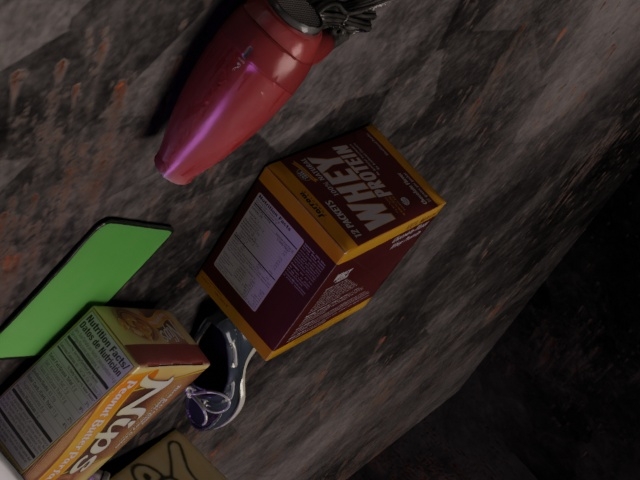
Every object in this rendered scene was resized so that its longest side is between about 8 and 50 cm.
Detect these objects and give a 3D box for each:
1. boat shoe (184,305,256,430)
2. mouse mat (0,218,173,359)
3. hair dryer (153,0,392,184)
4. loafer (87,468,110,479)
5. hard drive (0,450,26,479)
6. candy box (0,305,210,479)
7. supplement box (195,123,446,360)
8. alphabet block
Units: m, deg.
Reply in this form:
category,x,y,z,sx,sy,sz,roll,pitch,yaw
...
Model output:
category,x,y,z,sx,sy,sz,roll,pitch,yaw
boat shoe,-0.135,0.166,1.650,0.079,0.095,0.254,-31,160,-40
mouse mat,-0.232,0.049,1.256,0.189,0.007,0.152,-44,165,12
hair dryer,-0.021,-0.150,1.100,0.293,0.080,0.223,-40,165,-9
loafer,-0.329,0.346,1.787,0.125,0.039,0.045,-50,-164,37
hard drive,-0.377,0.281,1.240,0.210,0.040,0.319,-30,146,-10
candy box,-0.283,0.204,1.387,0.316,0.087,0.183,-44,165,10
supplement box,0.000,0.000,1.465,0.191,0.129,0.194,-26,158,-47
alphabet block,-0.231,0.430,1.899,0.193,0.197,0.192,-52,169,31
